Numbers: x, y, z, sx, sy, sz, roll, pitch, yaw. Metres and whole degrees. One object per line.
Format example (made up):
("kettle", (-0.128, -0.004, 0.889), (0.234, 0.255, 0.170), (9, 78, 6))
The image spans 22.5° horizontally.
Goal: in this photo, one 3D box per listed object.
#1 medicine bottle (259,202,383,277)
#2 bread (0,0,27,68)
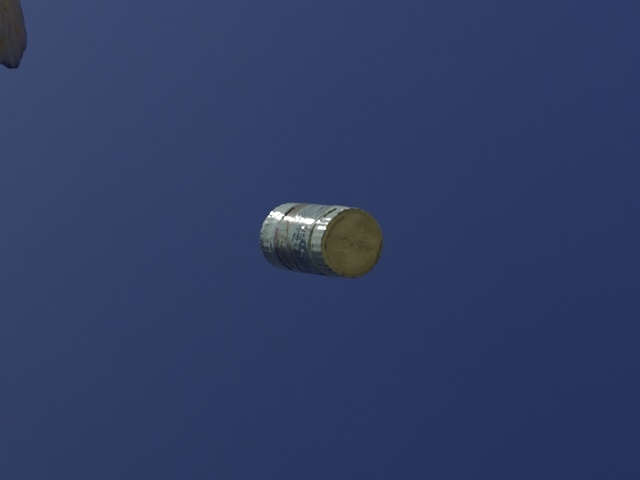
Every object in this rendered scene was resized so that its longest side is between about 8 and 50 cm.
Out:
("medicine bottle", (0.000, 0.000, 1.035), (0.047, 0.083, 0.047), (-2, -85, -30))
("bread", (-0.206, -0.262, 0.639), (0.405, 0.345, 0.242), (41, -81, -17))
